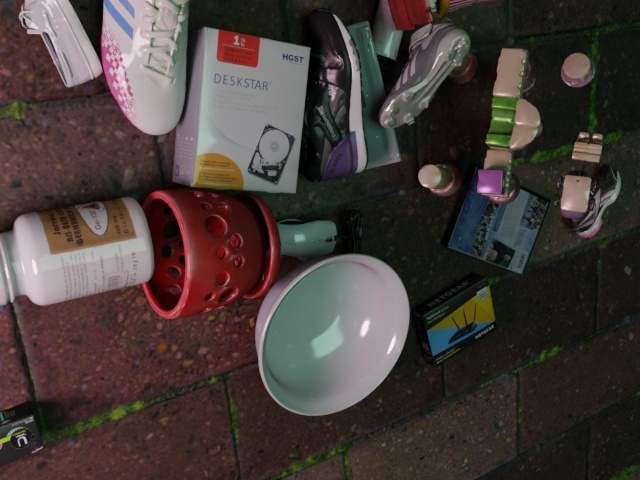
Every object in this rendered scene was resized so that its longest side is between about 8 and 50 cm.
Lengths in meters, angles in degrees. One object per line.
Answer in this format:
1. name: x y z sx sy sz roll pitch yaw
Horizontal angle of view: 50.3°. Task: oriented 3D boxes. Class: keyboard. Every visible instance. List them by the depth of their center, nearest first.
1. keyboard: 0.079 -0.249 1.200 0.072 0.014 0.256 -10 115 16

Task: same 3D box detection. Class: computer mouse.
1. computer mouse: 0.000 0.000 1.203 0.193 0.042 0.106 -4 106 -31

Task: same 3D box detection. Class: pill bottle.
1. pill bottle: -0.362 0.019 0.951 0.229 0.131 0.131 -13 109 -28

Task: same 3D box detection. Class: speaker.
1. speaker: 0.121 -0.384 1.186 0.055 0.055 0.136 10 97 -33

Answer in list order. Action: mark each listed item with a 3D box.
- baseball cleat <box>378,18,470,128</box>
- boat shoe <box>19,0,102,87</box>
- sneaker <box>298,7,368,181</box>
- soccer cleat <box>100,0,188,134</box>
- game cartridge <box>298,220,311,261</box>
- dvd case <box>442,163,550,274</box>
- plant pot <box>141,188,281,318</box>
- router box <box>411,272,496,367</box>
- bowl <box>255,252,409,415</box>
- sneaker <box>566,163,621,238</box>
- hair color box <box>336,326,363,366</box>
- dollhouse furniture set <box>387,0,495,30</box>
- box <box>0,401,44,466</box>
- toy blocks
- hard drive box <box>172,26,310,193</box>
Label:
1. baseball cleat: 0.167 -0.288 1.176 0.206 0.109 0.072 -44 138 16
2. boat shoe: -0.365 -0.293 0.912 0.063 0.066 0.184 -36 128 -20
3. sneaker: -0.002 -0.232 1.125 0.124 0.107 0.283 -18 112 -20
4. soccer cleat: -0.232 -0.305 0.927 0.116 0.143 0.331 -21 114 -40
5. game cartridge: -0.026 0.007 1.225 0.083 0.017 0.056 34 88 -33
6. dvd case: 0.381 -0.041 1.459 0.253 0.022 0.180 18 92 -34
7. plant pot: -0.166 0.016 1.038 0.174 0.191 0.191 -3 105 -36
8. router box: 0.284 0.167 1.440 0.179 0.046 0.133 -27 115 -23
9. bowl: 0.000 0.144 1.200 0.298 0.134 0.297 -12 114 -28
10. sneaker: 0.624 -0.098 1.568 0.077 0.072 0.178 25 83 -23
11. hair color box: 0.066 0.215 1.320 0.072 0.043 0.141 39 83 -33
12. dollhouse furniture set: 0.179 -0.536 1.062 0.201 0.152 0.374 -21 105 -9
13. box: -0.463 0.289 1.009 0.083 0.052 0.062 -19 112 -28
14. toy blocks: 0.366 -0.200 1.264 0.260 0.309 0.288 -2 101 -67
15. hard drive box: -0.124 -0.195 1.060 0.181 0.089 0.232 0 99 -32
